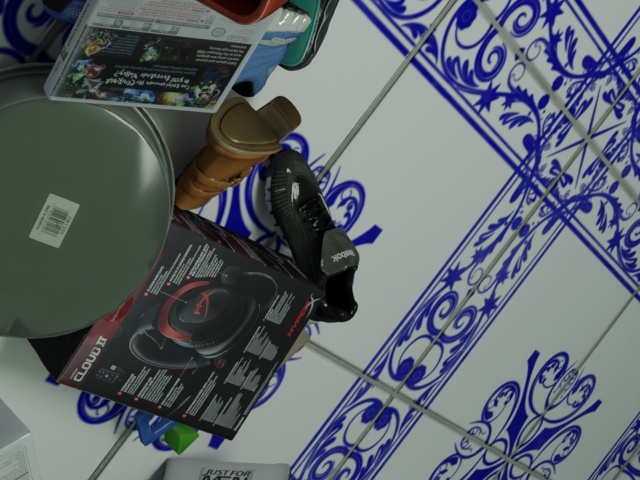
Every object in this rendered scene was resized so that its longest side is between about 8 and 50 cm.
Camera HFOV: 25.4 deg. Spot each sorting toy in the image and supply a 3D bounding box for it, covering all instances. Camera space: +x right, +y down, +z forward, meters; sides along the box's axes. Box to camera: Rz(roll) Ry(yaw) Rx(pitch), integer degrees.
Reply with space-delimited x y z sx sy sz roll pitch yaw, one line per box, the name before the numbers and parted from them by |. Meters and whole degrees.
sorting toy | -0.109 0.137 1.844 0.348 0.047 0.196 -43 148 -13

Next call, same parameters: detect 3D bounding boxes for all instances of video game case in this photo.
video game case | -0.143 -0.192 1.335 0.190 0.022 0.173 1 139 -38

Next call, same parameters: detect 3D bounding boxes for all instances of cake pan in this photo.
cake pan | -0.276 -0.028 1.409 0.293 0.054 0.293 -10 115 -23

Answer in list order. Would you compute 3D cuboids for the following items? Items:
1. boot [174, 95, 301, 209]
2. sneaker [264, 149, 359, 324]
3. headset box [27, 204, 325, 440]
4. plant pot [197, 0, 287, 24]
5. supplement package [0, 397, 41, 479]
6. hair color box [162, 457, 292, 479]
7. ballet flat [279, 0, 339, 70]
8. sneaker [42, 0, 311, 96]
boot | -0.110 -0.086 1.551 0.152 0.073 0.197 -38 174 23
sneaker | 0.000 0.000 1.742 0.078 0.106 0.234 -25 113 -34
headset box | -0.173 0.079 1.619 0.293 0.110 0.218 25 100 -40
plant pot | -0.077 -0.366 1.248 0.267 0.267 0.236 -63 169 16
supplement package | -0.416 0.275 1.478 0.198 0.199 0.262 -30 139 -28
hair color box | -0.139 0.451 1.812 0.105 0.174 0.347 83 13 -46
ballet flat | -0.002 -0.286 1.581 0.074 0.074 0.203 6 110 -51
sneaker | -0.146 -0.201 1.430 0.330 0.130 0.147 6 113 -51
